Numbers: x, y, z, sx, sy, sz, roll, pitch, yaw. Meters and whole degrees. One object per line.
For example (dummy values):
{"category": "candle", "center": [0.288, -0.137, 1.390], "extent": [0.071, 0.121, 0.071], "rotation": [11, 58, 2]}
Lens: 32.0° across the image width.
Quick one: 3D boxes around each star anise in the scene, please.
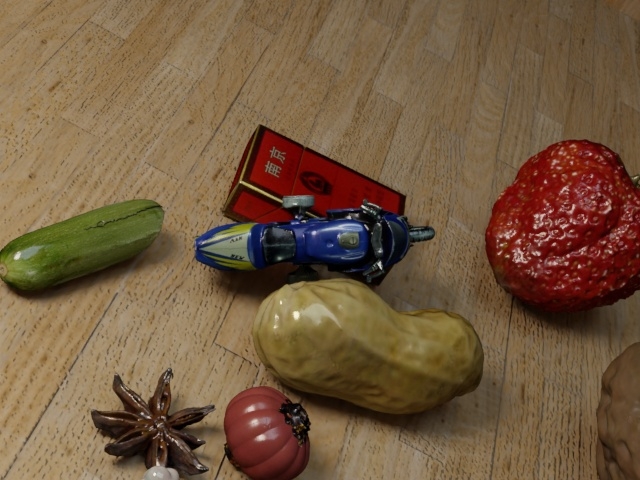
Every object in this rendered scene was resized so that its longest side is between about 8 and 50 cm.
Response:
{"category": "star anise", "center": [-0.173, 0.194, 1.146], "extent": [0.141, 0.042, 0.141], "rotation": [20, 40, -18]}

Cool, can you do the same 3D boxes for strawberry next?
{"category": "strawberry", "center": [0.358, -0.007, 1.639], "extent": [0.277, 0.257, 0.257], "rotation": [-27, 64, -32]}

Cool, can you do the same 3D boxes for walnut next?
{"category": "walnut", "center": [0.461, 0.249, 1.395], "extent": [0.273, 0.227, 0.273], "rotation": [21, 40, -19]}

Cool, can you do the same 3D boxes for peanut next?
{"category": "peanut", "center": [0.063, 0.126, 1.322], "extent": [0.306, 0.147, 0.147], "rotation": [19, 37, -21]}

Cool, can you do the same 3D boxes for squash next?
{"category": "squash", "center": [-0.267, 0.003, 1.281], "extent": [0.069, 0.069, 0.239], "rotation": [45, 40, 18]}

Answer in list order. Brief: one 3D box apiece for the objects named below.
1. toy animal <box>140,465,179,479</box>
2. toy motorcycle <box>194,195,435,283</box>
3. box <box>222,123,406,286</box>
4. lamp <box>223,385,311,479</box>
{"category": "toy animal", "center": [-0.093, 0.312, 0.977], "extent": [0.141, 0.138, 0.282], "rotation": [-31, 70, -34]}
{"category": "toy motorcycle", "center": [0.000, 0.000, 1.375], "extent": [0.316, 0.113, 0.169], "rotation": [-4, 3, -11]}
{"category": "box", "center": [-0.003, -0.050, 1.539], "extent": [0.240, 0.074, 0.153], "rotation": [25, 40, -9]}
{"category": "lamp", "center": [-0.056, 0.206, 1.178], "extent": [0.107, 0.092, 0.107], "rotation": [56, 12, -19]}
